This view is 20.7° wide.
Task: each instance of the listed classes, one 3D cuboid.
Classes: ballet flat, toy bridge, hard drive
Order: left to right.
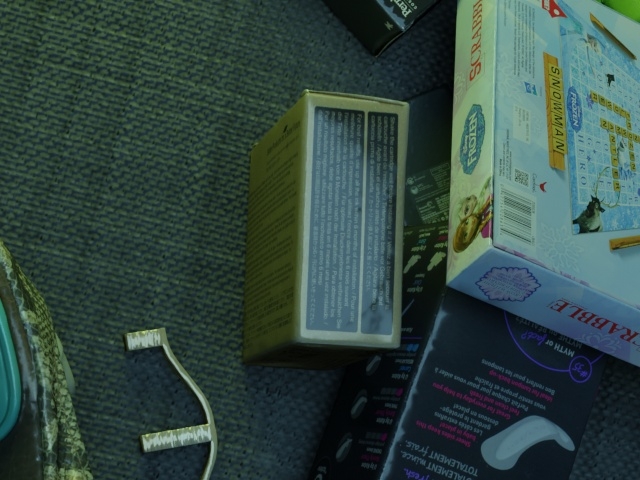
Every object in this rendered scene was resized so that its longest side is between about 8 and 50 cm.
[{"bbox_3d":[-0.236,0.182,1.351,0.164,0.182,0.482,-25,74,20],"label":"ballet flat"},{"bbox_3d":[-0.119,0.165,1.461,0.063,0.026,0.188,-9,84,-14],"label":"toy bridge"},{"bbox_3d":[0.095,-0.060,1.540,0.094,0.022,0.135,-22,87,-14],"label":"hard drive"}]

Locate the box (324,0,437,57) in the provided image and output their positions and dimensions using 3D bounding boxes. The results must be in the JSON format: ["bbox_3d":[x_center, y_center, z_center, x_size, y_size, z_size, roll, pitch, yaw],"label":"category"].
[{"bbox_3d":[0.035,-0.321,1.525,0.184,0.103,0.261,-43,92,-17],"label":"box"}]

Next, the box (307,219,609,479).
[{"bbox_3d":[0.115,0.135,1.441,0.165,0.143,0.270,25,77,-19],"label":"box"}]

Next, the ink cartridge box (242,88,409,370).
[{"bbox_3d":[0.000,0.000,1.403,0.088,0.235,0.193,5,82,-11],"label":"ink cartridge box"}]

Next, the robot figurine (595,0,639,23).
[{"bbox_3d":[0.280,-0.235,1.581,0.101,0.067,0.115,-36,90,-20],"label":"robot figurine"}]

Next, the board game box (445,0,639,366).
[{"bbox_3d":[0.254,-0.048,1.445,0.318,0.066,0.318,23,50,-21],"label":"board game box"}]
